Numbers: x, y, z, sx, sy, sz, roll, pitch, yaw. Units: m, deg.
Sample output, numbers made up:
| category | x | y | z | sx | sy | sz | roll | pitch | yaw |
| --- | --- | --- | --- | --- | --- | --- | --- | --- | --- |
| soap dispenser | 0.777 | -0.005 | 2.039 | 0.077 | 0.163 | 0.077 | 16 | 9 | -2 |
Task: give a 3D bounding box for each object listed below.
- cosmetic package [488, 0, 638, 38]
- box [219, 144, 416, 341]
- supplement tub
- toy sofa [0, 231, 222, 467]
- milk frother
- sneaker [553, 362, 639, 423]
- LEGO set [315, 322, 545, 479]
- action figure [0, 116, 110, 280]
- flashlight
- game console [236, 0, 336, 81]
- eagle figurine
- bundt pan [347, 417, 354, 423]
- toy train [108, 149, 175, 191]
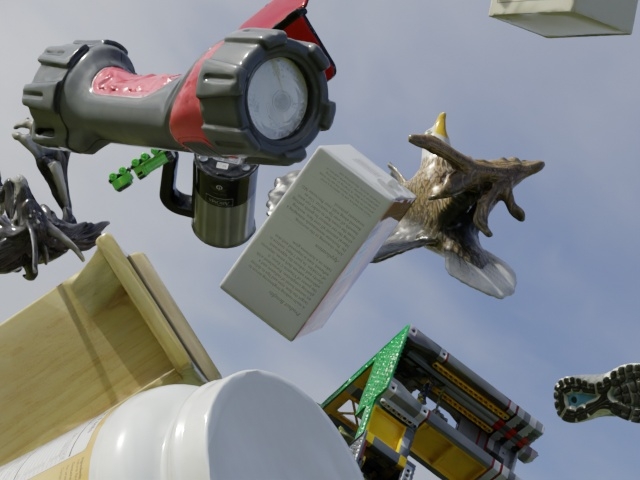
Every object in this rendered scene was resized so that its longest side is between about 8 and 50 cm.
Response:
| category | x | y | z | sx | sy | sz | roll | pitch | yaw |
| --- | --- | --- | --- | --- | --- | --- | --- | --- | --- |
| cosmetic package | 0.326 | -0.416 | 2.378 | 0.113 | 0.309 | 0.160 | 14 | -4 | -36 |
| box | 0.000 | 0.000 | 1.851 | 0.091 | 0.170 | 0.130 | 37 | 11 | 8 |
| supplement tub | -0.137 | 0.241 | 1.386 | 0.316 | 0.228 | 0.228 | -28 | -49 | 28 |
| toy sofa | -0.279 | 0.163 | 1.732 | 0.150 | 0.362 | 0.177 | 56 | -3 | 17 |
| milk frother | -0.123 | -0.092 | 2.406 | 0.129 | 0.143 | 0.134 | 26 | -38 | 15 |
| sneaker | 0.328 | 0.159 | 2.022 | 0.162 | 0.063 | 0.073 | -4 | 0 | 44 |
| LEGO set | 0.070 | 0.252 | 1.694 | 0.192 | 0.331 | 0.255 | 37 | -62 | -10 |
| action figure | -0.313 | -0.033 | 1.824 | 0.276 | 0.164 | 0.141 | 8 | -63 | 59 |
| flashlight | -0.119 | -0.119 | 1.489 | 0.304 | 0.103 | 0.103 | 12 | -61 | 51 |
| game console | -0.039 | -0.213 | 2.139 | 0.144 | 0.085 | 0.124 | -33 | -93 | 39 |
| eagle figurine | 0.113 | -0.039 | 2.187 | 0.226 | 0.225 | 0.298 | 49 | -38 | -14 |
| bundt pan | -0.061 | 0.377 | 2.505 | 0.124 | 0.330 | 0.331 | 15 | -15 | -15 |
| toy train | -0.195 | -0.081 | 2.095 | 0.023 | 0.083 | 0.017 | 60 | 5 | 16 |
